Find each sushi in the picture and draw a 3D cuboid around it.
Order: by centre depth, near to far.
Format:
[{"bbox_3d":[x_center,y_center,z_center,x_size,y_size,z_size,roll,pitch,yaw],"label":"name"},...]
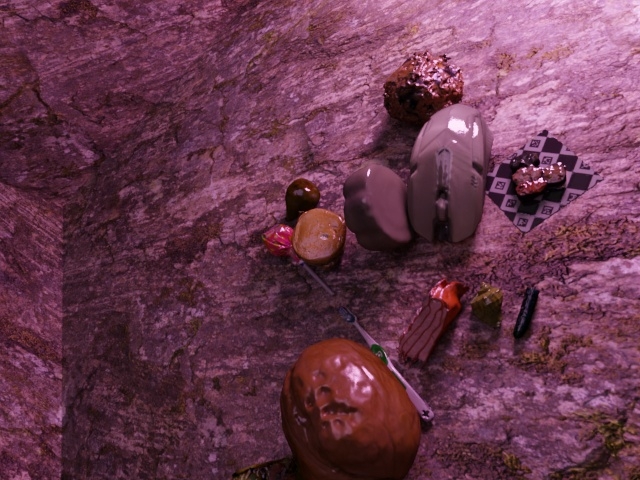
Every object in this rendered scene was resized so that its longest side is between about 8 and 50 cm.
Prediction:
[{"bbox_3d":[0.573,-0.172,1.135,0.231,0.047,0.219,-40,52,17],"label":"sushi"}]

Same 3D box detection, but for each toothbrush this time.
[{"bbox_3d":[0.182,0.343,1.225,0.042,0.040,0.418,-48,55,9],"label":"toothbrush"}]

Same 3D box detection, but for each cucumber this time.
[{"bbox_3d":[0.507,0.182,1.044,0.032,0.032,0.132,16,80,40],"label":"cucumber"}]

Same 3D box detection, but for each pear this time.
[{"bbox_3d":[-0.103,0.752,1.187,0.239,0.164,0.255,-24,63,15],"label":"pear"}]

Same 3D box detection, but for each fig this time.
[{"bbox_3d":[-0.090,-0.144,1.576,0.185,0.127,0.133,-44,64,9],"label":"fig"}]

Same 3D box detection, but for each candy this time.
[{"bbox_3d":[-0.071,0.073,1.497,0.124,0.124,0.365,-51,58,8],"label":"candy"}]

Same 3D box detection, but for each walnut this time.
[{"bbox_3d":[0.066,0.447,1.083,0.398,0.308,0.353,47,122,37],"label":"walnut"}]

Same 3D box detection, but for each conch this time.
[{"bbox_3d":[0.433,0.166,1.097,0.089,0.074,0.121,-27,73,57],"label":"conch"}]

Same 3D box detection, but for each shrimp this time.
[{"bbox_3d":[-0.094,0.603,1.070,0.101,0.042,0.190,39,130,30],"label":"shrimp"}]

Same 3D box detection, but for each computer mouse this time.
[{"bbox_3d":[0.364,-0.207,1.216,0.229,0.146,0.427,3,82,29],"label":"computer mouse"}]

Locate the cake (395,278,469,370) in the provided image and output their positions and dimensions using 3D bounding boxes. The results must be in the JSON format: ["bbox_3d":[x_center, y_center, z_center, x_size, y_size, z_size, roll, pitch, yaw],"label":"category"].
[{"bbox_3d":[0.291,0.227,1.144,0.098,0.135,0.287,34,102,27],"label":"cake"}]

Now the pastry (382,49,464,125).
[{"bbox_3d":[0.325,-0.500,1.366,0.275,0.193,0.274,-17,61,33],"label":"pastry"}]

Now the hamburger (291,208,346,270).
[{"bbox_3d":[0.000,0.000,1.428,0.190,0.122,0.214,-3,68,12],"label":"hamburger"}]

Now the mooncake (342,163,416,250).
[{"bbox_3d":[0.173,-0.092,1.267,0.135,0.275,0.274,-17,61,38],"label":"mooncake"}]
